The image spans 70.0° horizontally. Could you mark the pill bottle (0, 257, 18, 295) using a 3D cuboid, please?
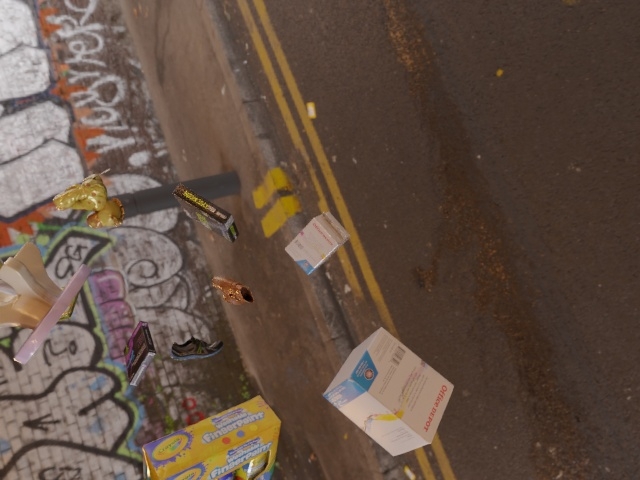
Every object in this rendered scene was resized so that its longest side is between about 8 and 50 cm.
[{"bbox_3d":[-1.157,0.142,1.545,0.334,0.188,0.187,33,135,33],"label":"pill bottle"}]

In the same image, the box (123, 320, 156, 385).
[{"bbox_3d":[-0.532,0.327,1.340,0.116,0.029,0.162,-59,38,8],"label":"box"}]

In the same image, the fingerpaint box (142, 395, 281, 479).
[{"bbox_3d":[-0.378,0.813,1.623,0.163,0.445,0.370,34,125,42],"label":"fingerpaint box"}]

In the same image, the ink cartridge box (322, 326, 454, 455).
[{"bbox_3d":[0.165,0.371,1.119,0.233,0.171,0.168,40,140,4],"label":"ink cartridge box"}]

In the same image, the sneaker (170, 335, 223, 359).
[{"bbox_3d":[-0.439,0.380,1.639,0.067,0.188,0.078,173,95,-64],"label":"sneaker"}]

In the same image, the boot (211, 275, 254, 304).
[{"bbox_3d":[-0.299,0.204,1.699,0.153,0.072,0.197,12,158,35],"label":"boot"}]

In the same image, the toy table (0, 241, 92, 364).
[{"bbox_3d":[-0.693,0.137,1.087,0.252,0.161,0.274,-40,27,28],"label":"toy table"}]

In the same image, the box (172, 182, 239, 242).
[{"bbox_3d":[-0.344,-0.078,1.394,0.184,0.045,0.190,29,163,5],"label":"box"}]

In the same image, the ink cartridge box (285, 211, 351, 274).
[{"bbox_3d":[0.000,0.000,1.161,0.092,0.090,0.143,49,118,6],"label":"ink cartridge box"}]

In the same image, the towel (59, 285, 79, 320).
[{"bbox_3d":[-1.159,0.277,2.077,0.237,0.102,0.021,-109,5,-53],"label":"towel"}]

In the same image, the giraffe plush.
[{"bbox_3d":[-0.721,-0.114,1.482,0.181,0.210,0.170,-82,-32,-61],"label":"giraffe plush"}]
